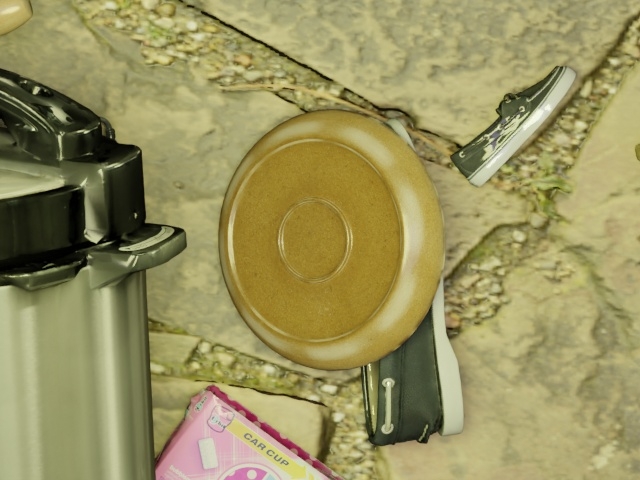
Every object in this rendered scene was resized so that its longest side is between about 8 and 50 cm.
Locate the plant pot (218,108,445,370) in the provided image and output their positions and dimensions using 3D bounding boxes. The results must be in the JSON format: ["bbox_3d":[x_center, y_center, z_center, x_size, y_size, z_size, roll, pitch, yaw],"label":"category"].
[{"bbox_3d":[0.000,0.000,1.528,0.236,0.032,0.236,1,92,31],"label":"plant pot"}]

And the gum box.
[{"bbox_3d":[-0.066,0.228,1.593,0.188,0.062,0.107,37,92,-6],"label":"gum box"}]

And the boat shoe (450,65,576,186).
[{"bbox_3d":[0.179,-0.113,1.586,0.040,0.049,0.142,42,94,-6],"label":"boat shoe"}]

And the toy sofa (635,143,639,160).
[{"bbox_3d":[0.418,0.064,1.567,0.177,0.150,0.362,-11,96,-1],"label":"toy sofa"}]

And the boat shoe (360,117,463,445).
[{"bbox_3d":[0.063,0.043,1.560,0.091,0.114,0.302,-12,95,-8],"label":"boat shoe"}]

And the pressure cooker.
[{"bbox_3d":[-0.312,0.060,1.370,0.370,0.375,0.420,-9,107,-24],"label":"pressure cooker"}]

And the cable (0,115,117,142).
[{"bbox_3d":[-0.260,-0.030,1.565,0.151,0.047,0.184,2,96,-4],"label":"cable"}]

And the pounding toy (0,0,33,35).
[{"bbox_3d":[-0.251,-0.315,1.460,0.154,0.155,0.269,-8,91,2],"label":"pounding toy"}]
